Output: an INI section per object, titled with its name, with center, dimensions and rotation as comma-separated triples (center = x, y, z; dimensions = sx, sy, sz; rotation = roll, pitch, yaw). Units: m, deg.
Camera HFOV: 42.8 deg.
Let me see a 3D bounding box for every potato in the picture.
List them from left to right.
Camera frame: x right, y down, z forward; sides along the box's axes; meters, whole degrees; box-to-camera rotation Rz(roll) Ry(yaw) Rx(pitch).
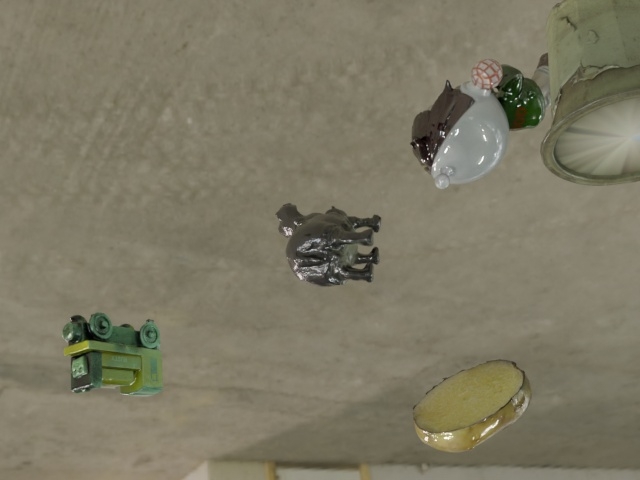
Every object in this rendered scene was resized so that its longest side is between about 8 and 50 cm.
[potato]
center = 0.251, 0.279, 1.326
dimensions = 0.200, 0.164, 0.081
rotation = -27, 109, -7

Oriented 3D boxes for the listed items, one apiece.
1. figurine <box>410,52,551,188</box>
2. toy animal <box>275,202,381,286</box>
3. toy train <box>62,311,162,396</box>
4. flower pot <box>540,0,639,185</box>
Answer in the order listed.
[figurine]
center = 0.314, -0.228, 1.527
dimensions = 0.370, 0.167, 0.281
rotation = -34, 157, -23
[toy animal]
center = 0.016, -0.001, 1.388
dimensions = 0.168, 0.106, 0.343
rotation = -1, -169, -7
[toy train]
center = -0.209, 0.116, 0.827
dimensions = 0.050, 0.081, 0.122
rotation = -16, 161, 32
[flower pot]
center = 0.358, -0.203, 0.992
dimensions = 0.212, 0.203, 0.212
rotation = -4, 157, -2
